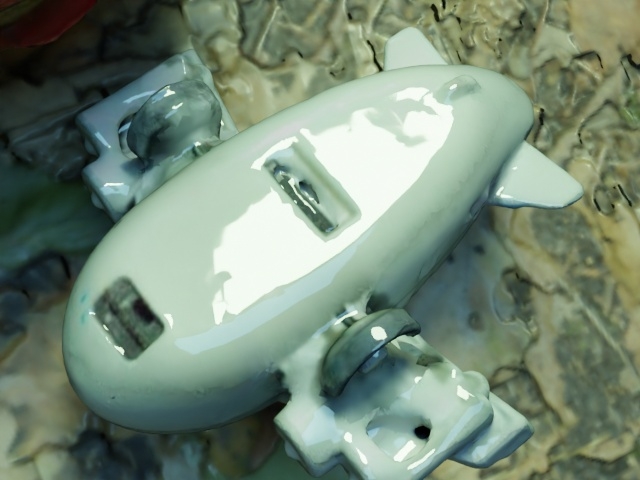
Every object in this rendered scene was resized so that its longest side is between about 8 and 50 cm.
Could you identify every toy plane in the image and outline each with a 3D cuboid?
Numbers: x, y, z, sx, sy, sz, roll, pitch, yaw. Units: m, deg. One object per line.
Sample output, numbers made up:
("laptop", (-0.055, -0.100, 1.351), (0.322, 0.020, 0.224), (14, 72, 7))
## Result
("toy plane", (0.000, -0.002, 0.459), (0.266, 0.123, 0.267), (1, 61, -2))

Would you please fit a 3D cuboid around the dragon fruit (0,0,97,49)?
("dragon fruit", (-0.194, -0.241, 0.410), (0.371, 0.249, 0.386), (-35, 83, -4))
